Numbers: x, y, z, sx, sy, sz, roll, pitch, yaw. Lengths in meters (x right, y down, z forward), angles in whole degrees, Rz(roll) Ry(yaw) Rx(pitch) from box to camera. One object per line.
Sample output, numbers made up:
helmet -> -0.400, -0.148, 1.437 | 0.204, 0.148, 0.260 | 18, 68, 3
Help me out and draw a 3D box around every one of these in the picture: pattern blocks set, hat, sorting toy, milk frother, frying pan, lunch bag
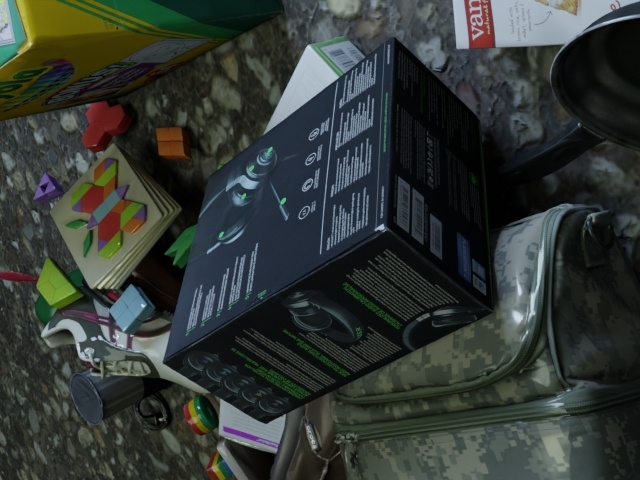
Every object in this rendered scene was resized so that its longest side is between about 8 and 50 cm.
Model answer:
pattern blocks set -> -0.274, -0.037, 1.157 | 0.324, 0.026, 0.285 | 31, 87, 38
hat -> -0.421, 0.098, 1.348 | 0.208, 0.183, 0.173 | -17, 74, 53
sorting toy -> -0.096, 0.309, 1.170 | 0.046, 0.132, 0.275 | -31, 100, 9
milk frother -> -0.301, 0.246, 1.359 | 0.129, 0.134, 0.143 | -23, 90, 48
frying pan -> 0.264, -0.093, 0.693 | 0.197, 0.053, 0.326 | 18, 164, 4
lunch bag -> 0.151, 0.118, 0.812 | 0.305, 0.212, 0.256 | -20, 76, 46

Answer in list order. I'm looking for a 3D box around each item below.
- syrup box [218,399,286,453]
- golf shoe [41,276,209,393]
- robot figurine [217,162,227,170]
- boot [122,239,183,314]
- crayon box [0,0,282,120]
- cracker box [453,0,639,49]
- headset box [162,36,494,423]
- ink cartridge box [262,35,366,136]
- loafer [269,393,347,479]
syrup box -> -0.059, 0.128, 1.066 | 0.096, 0.093, 0.237 | 14, 114, 17
golf shoe -> -0.237, 0.143, 1.140 | 0.272, 0.120, 0.105 | 24, 144, 32
robot figurine -> -0.103, -0.036, 1.087 | 0.101, 0.067, 0.115 | -130, 38, -59
boot -> -0.181, 0.068, 1.194 | 0.280, 0.096, 0.264 | 17, 114, 37
crayon box -> -0.279, -0.226, 0.999 | 0.363, 0.313, 0.106 | -13, 98, 47
cracker box -> 0.210, -0.234, 0.689 | 0.232, 0.067, 0.156 | 8, 113, 43
headset box -> 0.000, 0.000, 0.804 | 0.283, 0.246, 0.131 | -32, 124, 32
ink cartridge box -> -0.001, -0.104, 0.959 | 0.109, 0.062, 0.209 | 49, 135, 17
loafer -> 0.027, 0.239, 1.027 | 0.130, 0.134, 0.366 | 18, 119, 28
